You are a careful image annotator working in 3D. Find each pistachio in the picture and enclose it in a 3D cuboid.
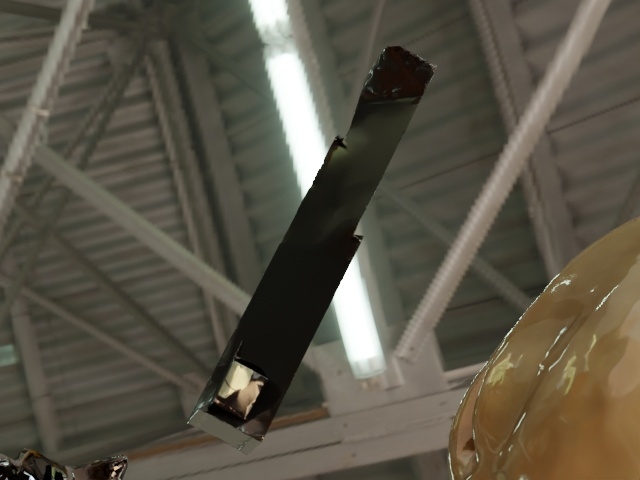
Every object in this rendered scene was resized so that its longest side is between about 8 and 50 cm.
[{"bbox_3d":[0.174,0.099,0.671,0.187,0.299,0.188,22,-44,23],"label":"pistachio"}]

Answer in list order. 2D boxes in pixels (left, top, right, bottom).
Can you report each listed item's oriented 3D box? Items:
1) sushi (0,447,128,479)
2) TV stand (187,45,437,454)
[{"bbox_3d":[-0.159,0.193,0.484,0.348,0.207,0.235,4,-96,62],"label":"sushi"},{"bbox_3d":[0.000,0.000,0.766,0.040,0.049,0.257,28,-111,-3],"label":"TV stand"}]
